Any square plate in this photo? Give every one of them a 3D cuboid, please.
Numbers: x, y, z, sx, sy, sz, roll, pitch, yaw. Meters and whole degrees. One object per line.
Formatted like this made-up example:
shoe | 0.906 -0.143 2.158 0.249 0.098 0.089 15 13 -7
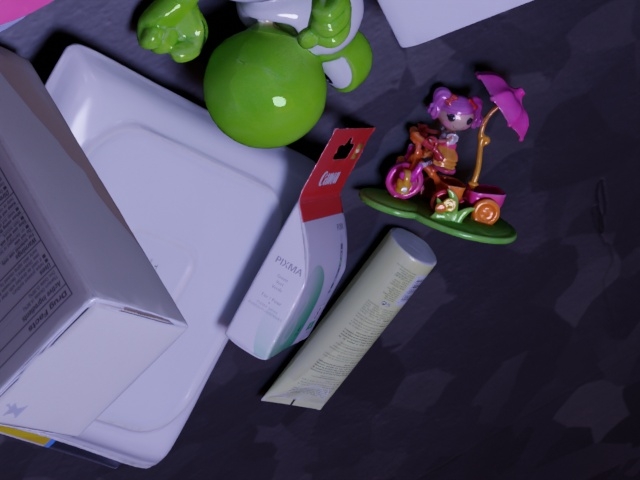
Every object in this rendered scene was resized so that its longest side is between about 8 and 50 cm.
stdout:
square plate | -0.178 0.035 1.698 0.344 0.049 0.347 24 95 -48

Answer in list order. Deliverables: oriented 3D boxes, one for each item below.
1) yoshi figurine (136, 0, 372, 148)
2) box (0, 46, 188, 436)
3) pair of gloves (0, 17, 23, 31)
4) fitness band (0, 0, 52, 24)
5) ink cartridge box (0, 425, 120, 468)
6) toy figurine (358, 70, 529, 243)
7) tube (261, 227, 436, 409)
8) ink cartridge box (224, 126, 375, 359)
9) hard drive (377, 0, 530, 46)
yoshi figurine | -0.066 -0.201 1.571 0.203 0.204 0.362 -30 143 8
box | -0.251 -0.010 1.475 0.148 0.311 0.121 -43 149 18
pair of gloves | -0.318 -0.193 1.500 0.198 0.023 0.159 4 124 -39
fitness band | -0.212 -0.273 1.299 0.291 0.054 0.209 -42 134 -18
ink cartridge box | -0.212 0.062 1.781 0.307 0.072 0.303 -49 139 13
toy figurine | 0.141 -0.098 1.896 0.173 0.130 0.159 12 106 -16
tube | 0.032 0.092 2.006 0.070 0.062 0.240 33 113 -6
ink cartridge box | 0.000 0.000 1.806 0.225 0.056 0.181 -59 171 10
hard drive | 0.108 -0.324 1.610 0.210 0.040 0.319 -20 134 12
